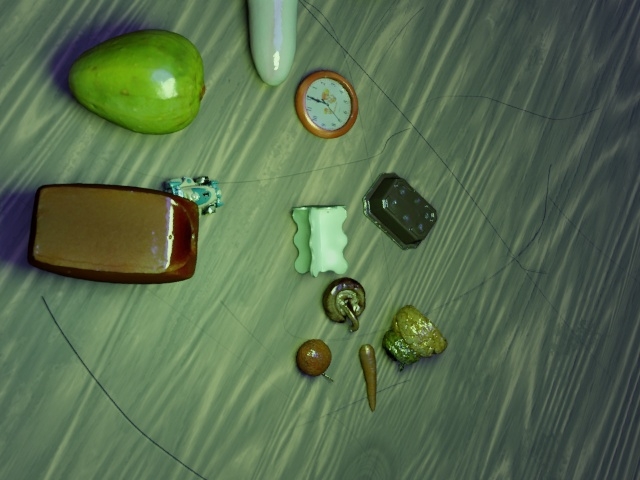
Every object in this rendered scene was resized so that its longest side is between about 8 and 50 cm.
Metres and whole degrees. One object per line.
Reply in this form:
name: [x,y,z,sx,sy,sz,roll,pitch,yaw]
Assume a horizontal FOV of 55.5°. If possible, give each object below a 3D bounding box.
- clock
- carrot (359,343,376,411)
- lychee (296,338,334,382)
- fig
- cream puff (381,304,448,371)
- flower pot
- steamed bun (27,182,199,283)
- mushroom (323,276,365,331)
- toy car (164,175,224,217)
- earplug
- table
clock: [0.020,-0.409,1.834,0.205,0.051,0.205,1,88,-24]
carrot: [0.152,0.419,1.856,0.048,0.048,0.216,-10,97,-25]
lychee: [-0.018,0.345,1.754,0.101,0.140,0.114,-15,55,-20]
fig: [-0.454,-0.392,1.519,0.327,0.258,0.257,-2,88,-7]
cream puff: [0.271,0.312,1.855,0.169,0.183,0.183,-43,105,-8]
flower pot: [0.265,-0.095,1.912,0.251,0.084,0.178,41,71,-17]
steamed bun: [-0.485,-0.014,1.466,0.380,0.248,0.234,4,87,-8]
mushroom: [0.076,0.193,1.812,0.135,0.080,0.170,-17,95,-12]
toy car: [-0.333,-0.113,1.629,0.162,0.098,0.126,-13,94,-23]
earplug: [-0.131,-0.592,1.724,0.173,0.172,0.300,-3,94,-25]
table: [0.000,0.000,1.753,0.167,0.167,0.198,-5,97,-25]
